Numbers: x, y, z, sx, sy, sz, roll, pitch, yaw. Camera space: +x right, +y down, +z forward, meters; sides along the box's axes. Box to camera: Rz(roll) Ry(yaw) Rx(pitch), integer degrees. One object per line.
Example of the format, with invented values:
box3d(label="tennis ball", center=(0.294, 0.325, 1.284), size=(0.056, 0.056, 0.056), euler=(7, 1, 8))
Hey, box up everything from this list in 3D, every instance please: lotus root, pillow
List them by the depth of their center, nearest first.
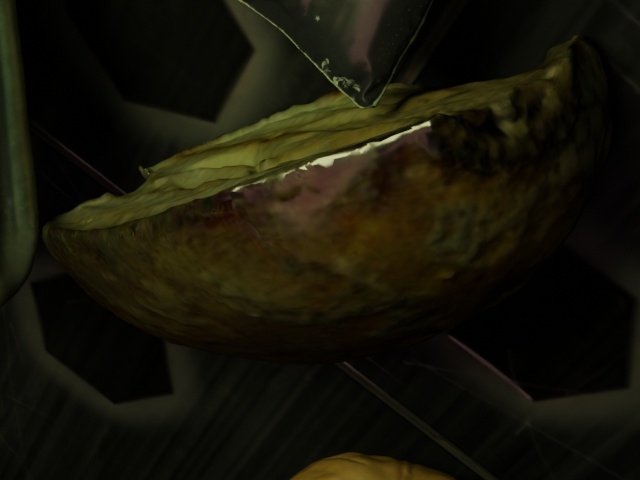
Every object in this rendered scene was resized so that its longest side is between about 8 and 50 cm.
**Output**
box3d(label="pillow", center=(-0.021, -0.174, 0.687), size=(0.208, 0.055, 0.141), euler=(36, 110, 17))
box3d(label="lotus root", center=(0.004, 0.004, 0.763), size=(0.314, 0.210, 0.142), euler=(-9, 108, 53))

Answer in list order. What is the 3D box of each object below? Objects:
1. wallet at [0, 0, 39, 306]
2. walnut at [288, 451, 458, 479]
box3d(label="wallet", center=(-0.289, -0.131, 0.859), size=(0.360, 0.083, 0.252), euler=(26, 125, 38))
box3d(label="walnut", center=(0.030, 0.241, 0.917), size=(0.195, 0.195, 0.222), euler=(27, 131, 13))
